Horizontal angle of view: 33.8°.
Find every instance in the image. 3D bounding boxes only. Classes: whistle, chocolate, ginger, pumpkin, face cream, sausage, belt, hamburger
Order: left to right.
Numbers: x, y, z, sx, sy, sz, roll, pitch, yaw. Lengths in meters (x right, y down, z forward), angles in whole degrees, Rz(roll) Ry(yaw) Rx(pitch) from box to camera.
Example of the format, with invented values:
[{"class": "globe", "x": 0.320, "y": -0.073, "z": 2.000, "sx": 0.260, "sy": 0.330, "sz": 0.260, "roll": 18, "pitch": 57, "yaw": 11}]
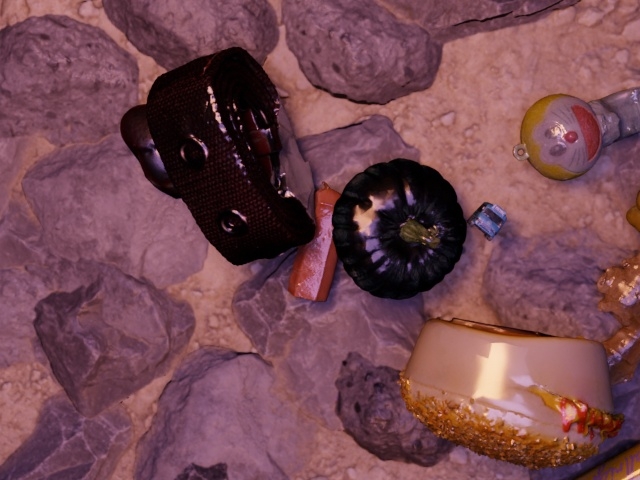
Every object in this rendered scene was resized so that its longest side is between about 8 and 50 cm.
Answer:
[{"class": "chocolate", "x": -0.218, "y": -0.136, "z": 1.513, "sx": 0.125, "sy": 0.080, "sz": 0.148, "roll": -28, "pitch": 89, "yaw": 9}, {"class": "belt", "x": -0.124, "y": -0.107, "z": 1.438, "sx": 0.164, "sy": 0.184, "sz": 0.289, "roll": -17, "pitch": 107, "yaw": 28}, {"class": "sausage", "x": 0.000, "y": 0.000, "z": 1.509, "sx": 0.065, "sy": 0.065, "sz": 0.169, "roll": 15, "pitch": 97, "yaw": 6}, {"class": "pumpkin", "x": 0.106, "y": -0.016, "z": 1.452, "sx": 0.194, "sy": 0.150, "sz": 0.194, "roll": -2, "pitch": 73, "yaw": 6}, {"class": "hamburger", "x": 0.248, "y": 0.203, "z": 1.390, "sx": 0.294, "sy": 0.276, "sz": 0.179, "roll": 8, "pitch": 84, "yaw": 24}, {"class": "whistle", "x": 0.364, "y": -0.154, "z": 1.427, "sx": 0.223, "sy": 0.123, "sz": 0.122, "roll": -20, "pitch": 93, "yaw": -6}, {"class": "face cream", "x": 0.390, "y": 0.364, "z": 1.485, "sx": 0.273, "sy": 0.078, "sz": 0.078, "roll": -32, "pitch": 91, "yaw": 9}, {"class": "ginger", "x": 0.423, "y": 0.109, "z": 1.469, "sx": 0.133, "sy": 0.059, "sz": 0.214, "roll": 43, "pitch": 100, "yaw": -6}]

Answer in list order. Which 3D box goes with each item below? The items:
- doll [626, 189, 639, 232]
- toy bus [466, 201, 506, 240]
[{"class": "doll", "x": 0.525, "y": -0.015, "z": 1.432, "sx": 0.210, "sy": 0.097, "sz": 0.137, "roll": 31, "pitch": 136, "yaw": 10}, {"class": "toy bus", "x": 0.233, "y": -0.029, "z": 1.465, "sx": 0.038, "sy": 0.083, "sz": 0.046, "roll": 39, "pitch": 96, "yaw": 1}]
